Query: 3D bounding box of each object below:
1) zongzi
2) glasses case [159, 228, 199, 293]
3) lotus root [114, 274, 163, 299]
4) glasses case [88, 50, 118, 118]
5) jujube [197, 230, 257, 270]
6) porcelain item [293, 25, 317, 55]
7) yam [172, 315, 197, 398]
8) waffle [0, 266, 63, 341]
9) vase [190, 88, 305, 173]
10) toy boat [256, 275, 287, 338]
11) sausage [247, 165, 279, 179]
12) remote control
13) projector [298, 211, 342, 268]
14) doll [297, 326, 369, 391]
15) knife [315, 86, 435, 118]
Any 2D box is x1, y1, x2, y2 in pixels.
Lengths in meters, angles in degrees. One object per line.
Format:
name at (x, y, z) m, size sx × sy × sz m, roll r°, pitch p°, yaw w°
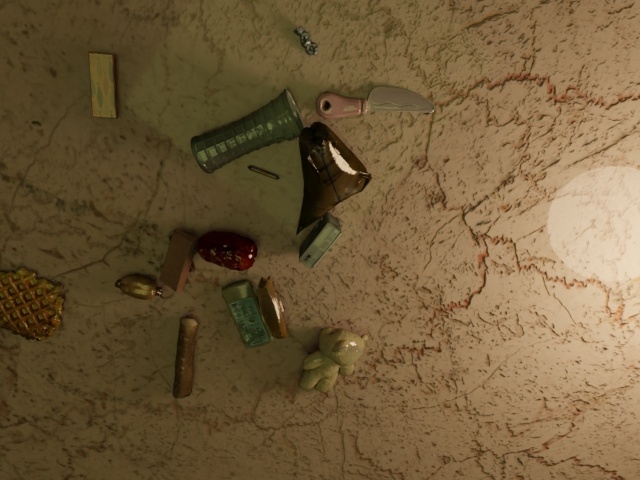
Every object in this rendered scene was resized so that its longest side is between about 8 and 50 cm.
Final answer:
zongzi at (-0.032, -0.160, 1.337) m, size 0.289 × 0.123 × 0.260 m, roll -37°, pitch 140°, yaw 16°
glasses case at (-0.432, 0.052, 1.488) m, size 0.102 × 0.070 × 0.193 m, roll 29°, pitch 111°, yaw 19°
lotus root at (-0.560, 0.146, 1.514) m, size 0.150 × 0.062 × 0.073 m, roll 14°, pitch 86°, yaw -7°
glasses case at (-0.590, -0.422, 1.324) m, size 0.064 × 0.041 × 0.170 m, roll 1°, pitch 109°, yaw -13°
jujube at (-0.277, 0.027, 1.445) m, size 0.176 × 0.112 × 0.109 m, roll 15°, pitch 82°, yaw 1°
porcelain item at (-0.037, -0.530, 1.294) m, size 0.036 × 0.028 × 0.083 m, roll -38°, pitch 107°, yaw 9°
yam at (-0.447, 0.385, 1.600) m, size 0.066 × 0.066 × 0.300 m, roll 8°, pitch 110°, yaw -3°
waffle at (-0.938, 0.201, 1.541) m, size 0.237 × 0.059 × 0.243 m, roll 17°, pitch 106°, yaw -3°
vase at (-0.198, -0.286, 1.327) m, size 0.298 × 0.143 × 0.143 m, roll -22°, pitch 108°, yaw 10°
toy boat at (-0.149, 0.214, 1.536) m, size 0.064 × 0.072 × 0.206 m, roll -11°, pitch 99°, yaw 20°
sausage at (-0.166, -0.198, 1.419) m, size 0.100 × 0.015 × 0.015 m, roll 19°, pitch 108°, yaw -7°
remote control at (-0.234, 0.240, 1.563) m, size 0.098 × 0.038 × 0.233 m, roll -17°, pitch 110°, yaw 6°
projector at (0.000, 0.000, 1.438) m, size 0.061 × 0.115 × 0.147 m, roll 35°, pitch 106°, yaw -14°
doll at (0.026, 0.387, 1.588) m, size 0.149 × 0.175 × 0.278 m, roll 46°, pitch 117°, yaw 24°
knife at (0.154, -0.386, 1.352) m, size 0.335 × 0.043 × 0.081 m, roll -4°, pitch 103°, yaw -6°
